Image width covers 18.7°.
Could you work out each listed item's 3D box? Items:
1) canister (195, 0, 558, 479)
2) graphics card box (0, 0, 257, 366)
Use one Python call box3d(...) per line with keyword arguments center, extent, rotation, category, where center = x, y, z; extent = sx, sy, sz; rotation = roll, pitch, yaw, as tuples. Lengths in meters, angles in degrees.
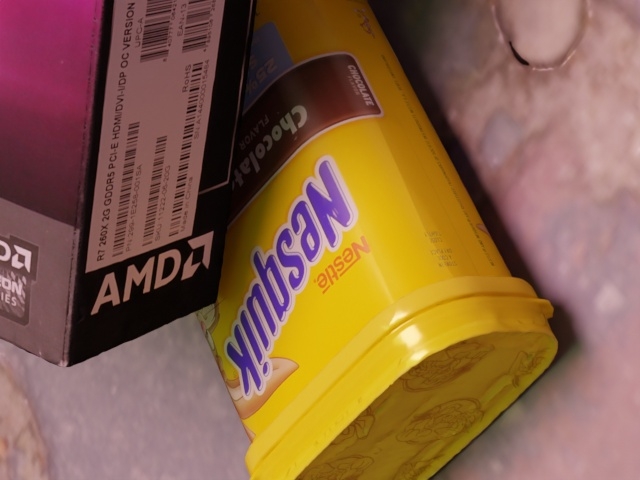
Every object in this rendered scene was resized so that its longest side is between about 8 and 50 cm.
box3d(center=(0.000, 0.000, 0.715), extent=(0.126, 0.073, 0.170), rotation=(-48, 54, 36), category="canister")
box3d(center=(-0.126, -0.169, 0.653), extent=(0.232, 0.094, 0.371), rotation=(22, 117, 28), category="graphics card box")
